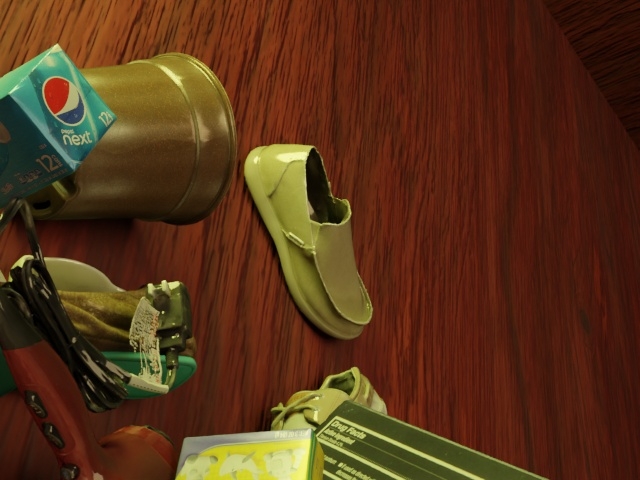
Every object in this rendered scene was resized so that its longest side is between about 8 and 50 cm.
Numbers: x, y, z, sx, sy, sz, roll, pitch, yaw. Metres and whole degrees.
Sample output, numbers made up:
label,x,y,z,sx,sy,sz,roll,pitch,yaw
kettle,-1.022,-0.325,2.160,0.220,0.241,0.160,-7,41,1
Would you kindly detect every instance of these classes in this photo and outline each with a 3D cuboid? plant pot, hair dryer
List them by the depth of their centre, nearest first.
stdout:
label,x,y,z,sx,sy,sz,roll,pitch,yaw
hair dryer,-0.178,0.138,0.639,0.223,0.080,0.294,32,50,-53
plant pot,-0.192,-0.086,0.835,0.165,0.167,0.167,-12,83,-50

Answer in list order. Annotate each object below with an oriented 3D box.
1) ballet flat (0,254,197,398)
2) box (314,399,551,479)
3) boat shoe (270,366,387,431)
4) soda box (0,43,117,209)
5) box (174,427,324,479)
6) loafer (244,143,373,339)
label,x,y,z,sx,sy,sz,roll,pitch,yaw
ballet flat,-0.234,0.064,0.735,0.342,0.116,0.124,8,46,-56
box,0.031,0.306,0.706,0.294,0.296,0.183,-40,110,-21
boat shoe,-0.011,0.214,0.988,0.302,0.113,0.103,-10,80,-69
soda box,-0.251,-0.058,0.661,0.067,0.210,0.071,53,34,-25
box,-0.057,0.216,0.629,0.179,0.105,0.043,-85,163,-44
loafer,0.000,0.000,1.130,0.269,0.092,0.102,62,32,-13
